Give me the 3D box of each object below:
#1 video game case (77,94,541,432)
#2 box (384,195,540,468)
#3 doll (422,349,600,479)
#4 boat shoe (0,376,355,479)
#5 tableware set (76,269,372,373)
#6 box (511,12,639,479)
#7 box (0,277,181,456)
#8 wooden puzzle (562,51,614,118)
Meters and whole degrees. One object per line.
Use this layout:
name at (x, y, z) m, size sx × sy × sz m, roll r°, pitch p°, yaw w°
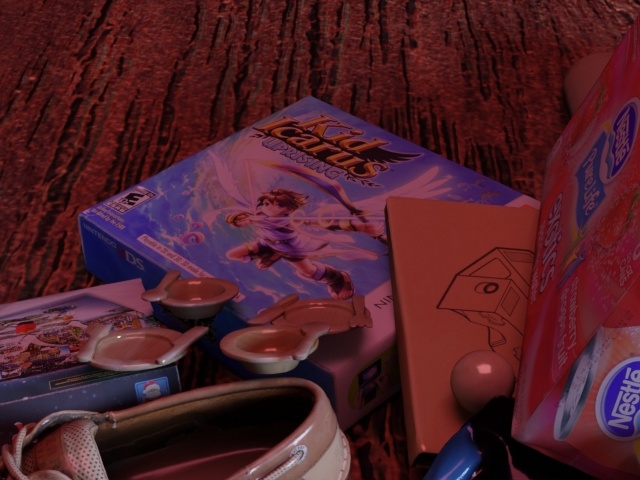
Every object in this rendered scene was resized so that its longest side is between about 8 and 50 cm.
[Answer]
video game case at (0.000, 0.000, 0.883) m, size 0.269 × 0.061 × 0.244 m, roll 29°, pitch 45°, yaw 36°
box at (0.127, 0.058, 0.760) m, size 0.164 × 0.021 × 0.201 m, roll 6°, pitch 50°, yaw -10°
doll at (0.112, 0.139, 0.642) m, size 0.129 × 0.046 × 0.189 m, roll -8°, pitch 55°, yaw -14°
boat shoe at (-0.136, 0.143, 0.635) m, size 0.324 × 0.116 × 0.123 m, roll -15°, pitch 37°, yaw -18°
tableware set at (-0.054, 0.049, 0.715) m, size 0.169 × 0.020 × 0.141 m, roll 2°, pitch 16°, yaw 15°
box at (0.218, -0.002, 0.695) m, size 0.142 × 0.154 × 0.300 m, roll 25°, pitch 37°, yaw -3°
box at (-0.212, 0.090, 0.743) m, size 0.233 × 0.044 × 0.159 m, roll -11°, pitch 21°, yaw -13°
wooden puzzle at (0.378, -0.133, 0.957) m, size 0.348 × 0.080 × 0.322 m, roll 3°, pitch 16°, yaw 8°
